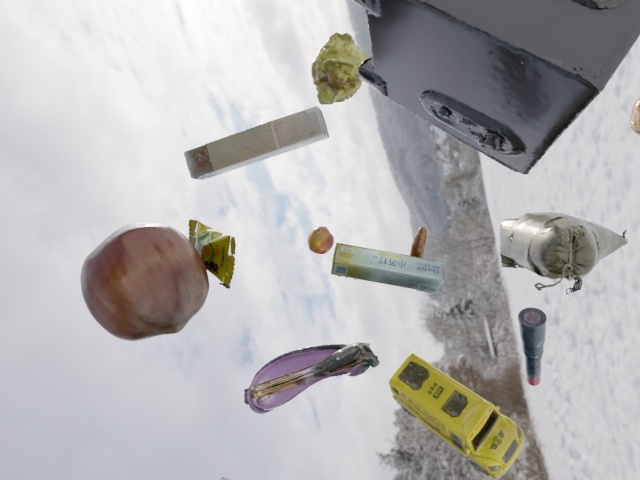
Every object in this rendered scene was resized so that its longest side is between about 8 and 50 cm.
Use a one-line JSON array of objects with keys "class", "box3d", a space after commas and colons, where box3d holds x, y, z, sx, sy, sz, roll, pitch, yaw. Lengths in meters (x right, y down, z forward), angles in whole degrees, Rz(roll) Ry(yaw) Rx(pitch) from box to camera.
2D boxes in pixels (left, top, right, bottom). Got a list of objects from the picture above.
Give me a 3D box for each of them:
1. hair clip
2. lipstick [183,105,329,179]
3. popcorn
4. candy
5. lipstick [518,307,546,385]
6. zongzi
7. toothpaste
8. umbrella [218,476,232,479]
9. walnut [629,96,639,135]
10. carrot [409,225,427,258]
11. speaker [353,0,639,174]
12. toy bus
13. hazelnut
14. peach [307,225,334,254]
[{"class": "hair clip", "box3d": [-0.034, 0.329, 1.117, 0.096, 0.359, 0.110, -5, -108, -78]}, {"class": "lipstick", "box3d": [-0.166, -0.249, 1.143, 0.076, 0.372, 0.079, -17, -88, -78]}, {"class": "popcorn", "box3d": [0.063, -0.595, 1.538, 0.216, 0.181, 0.235, -51, -10, -25]}, {"class": "candy", "box3d": [-0.384, 0.040, 1.539, 0.081, 0.297, 0.187, -5, -70, -47]}, {"class": "lipstick", "box3d": [0.469, 0.246, 0.966, 0.053, 0.054, 0.234, -82, -24, -52]}, {"class": "zongzi", "box3d": [0.720, 0.021, 1.165, 0.447, 0.419, 0.181, -67, -23, -81]}, {"class": "toothpaste", "box3d": [0.189, 0.080, 1.250, 0.089, 0.313, 0.070, 94, -172, -56]}, {"class": "umbrella", "box3d": [-0.219, 0.570, 0.944, 0.248, 0.071, 0.070, 105, 157, -73]}, {"class": "walnut", "box3d": [0.761, -0.264, 0.942, 0.144, 0.144, 0.180, 67, 172, -29]}, {"class": "carrot", "box3d": [0.291, 0.024, 1.318, 0.048, 0.048, 0.139, -31, -50, -73]}, {"class": "speaker", "box3d": [0.180, -0.229, 0.470, 0.254, 0.184, 0.232, 35, 178, 13]}, {"class": "toy bus", "box3d": [0.342, 0.436, 1.129, 0.144, 0.330, 0.152, -45, -44, -18]}, {"class": "hazelnut", "box3d": [-0.530, 0.115, 1.342, 0.366, 0.366, 0.365, -13, -90, -74]}, {"class": "peach", "box3d": [-0.001, 0.000, 1.607, 0.101, 0.101, 0.100, -13, -90, -74]}]
